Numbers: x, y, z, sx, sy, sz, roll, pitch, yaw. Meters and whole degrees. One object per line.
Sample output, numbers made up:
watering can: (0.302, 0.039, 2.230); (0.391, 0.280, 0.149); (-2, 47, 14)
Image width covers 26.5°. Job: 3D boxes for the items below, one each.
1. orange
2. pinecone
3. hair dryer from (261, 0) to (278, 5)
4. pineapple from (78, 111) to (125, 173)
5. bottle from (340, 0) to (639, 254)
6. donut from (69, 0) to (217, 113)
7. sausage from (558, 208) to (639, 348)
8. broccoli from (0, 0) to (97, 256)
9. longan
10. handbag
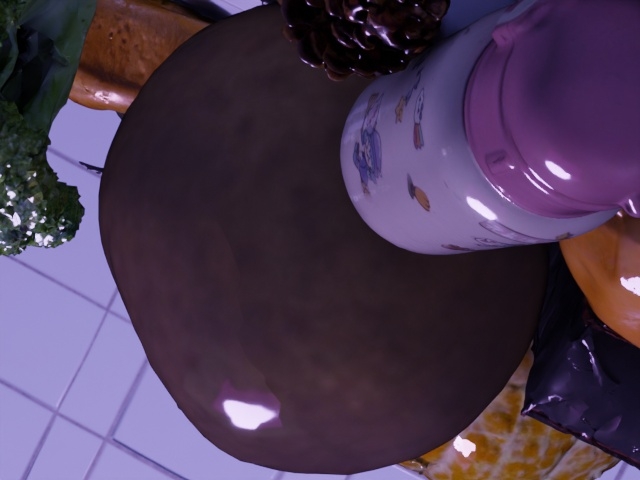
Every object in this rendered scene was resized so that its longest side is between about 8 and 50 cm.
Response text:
orange: (0.146, 0.061, 1.159); (0.329, 0.249, 0.329); (23, -146, -17)
pinecone: (0.022, -0.114, 0.621); (0.077, 0.077, 0.083); (27, 156, -14)
hair dryer: (-0.008, -0.158, 0.988); (0.083, 0.026, 0.047); (34, 177, -6)
pineapple: (-0.076, -0.068, 1.477); (0.364, 0.166, 0.165); (6, -173, -18)
bottle: (0.090, -0.051, 0.625); (0.110, 0.110, 0.233); (27, 171, -11)
donut: (-0.181, -0.178, 1.298); (0.226, 0.114, 0.226); (19, -170, -3)
sausage: (0.221, 0.017, 0.737); (0.241, 0.120, 0.136); (27, -179, -32)
broccoli: (-0.310, -0.168, 0.926); (0.413, 0.310, 0.321); (60, -169, 1)
longan: (0.004, 0.000, 0.861); (0.297, 0.297, 0.297); (27, 180, 0)
handbag: (0.234, 0.061, 0.926); (0.169, 0.155, 0.215); (23, -144, -3)
